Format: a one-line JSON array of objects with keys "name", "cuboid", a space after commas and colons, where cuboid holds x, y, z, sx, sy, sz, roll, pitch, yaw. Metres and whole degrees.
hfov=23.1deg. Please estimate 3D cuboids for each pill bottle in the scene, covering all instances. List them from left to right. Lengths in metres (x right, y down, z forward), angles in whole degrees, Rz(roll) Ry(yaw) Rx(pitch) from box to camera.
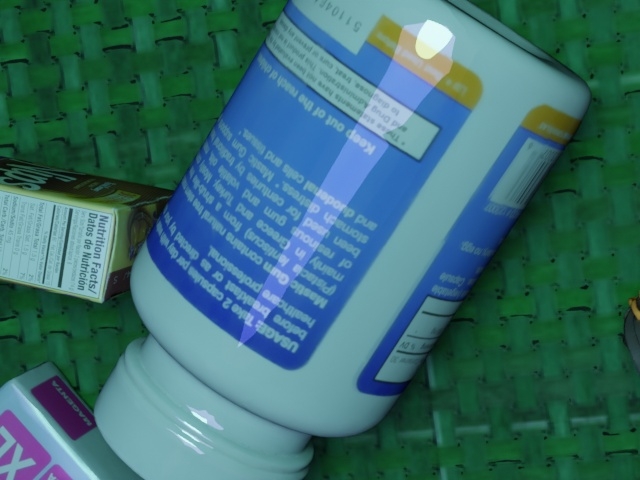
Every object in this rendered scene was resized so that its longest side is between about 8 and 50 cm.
[{"name": "pill bottle", "cuboid": [0.000, 0.000, 0.777, 0.152, 0.152, 0.272, 35, 103, 8]}]

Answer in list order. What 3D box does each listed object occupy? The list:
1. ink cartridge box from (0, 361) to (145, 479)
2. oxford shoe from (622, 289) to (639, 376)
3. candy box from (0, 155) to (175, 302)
[{"name": "ink cartridge box", "cuboid": [-0.206, 0.242, 0.903, 0.311, 0.065, 0.186, -45, 84, 16]}, {"name": "oxford shoe", "cuboid": [0.195, 0.023, 0.762, 0.098, 0.097, 0.271, 3, 97, 20]}, {"name": "candy box", "cuboid": [-0.178, -0.016, 0.842, 0.187, 0.109, 0.053, 13, 99, 12]}]
